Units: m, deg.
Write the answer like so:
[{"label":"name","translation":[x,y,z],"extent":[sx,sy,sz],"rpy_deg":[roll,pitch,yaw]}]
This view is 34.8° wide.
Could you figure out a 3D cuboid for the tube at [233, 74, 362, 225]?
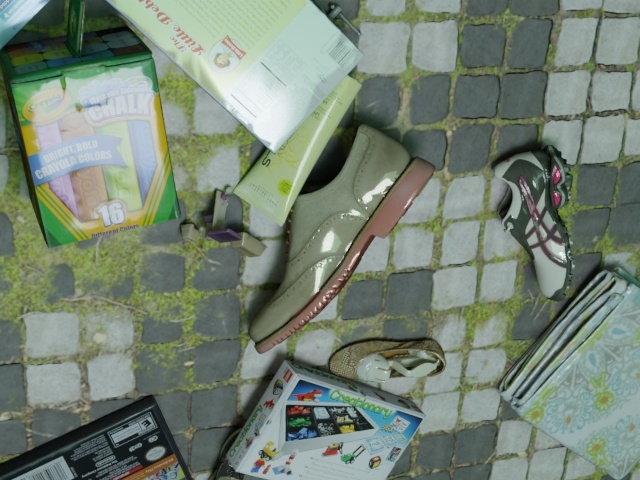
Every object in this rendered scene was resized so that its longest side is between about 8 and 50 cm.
[{"label":"tube","translation":[-0.028,-0.143,1.494],"extent":[0.062,0.070,0.240],"rpy_deg":[28,101,-35]}]

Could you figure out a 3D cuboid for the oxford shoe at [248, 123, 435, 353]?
[{"label":"oxford shoe","translation":[0.000,0.000,1.559],"extent":[0.146,0.140,0.397],"rpy_deg":[39,102,1]}]

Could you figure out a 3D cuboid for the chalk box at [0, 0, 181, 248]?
[{"label":"chalk box","translation":[-0.303,-0.167,1.310],"extent":[0.179,0.180,0.288],"rpy_deg":[-14,116,-16]}]

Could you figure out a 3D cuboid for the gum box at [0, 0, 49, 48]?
[{"label":"gum box","translation":[-0.413,-0.355,1.259],"extent":[0.157,0.041,0.184],"rpy_deg":[-44,120,2]}]

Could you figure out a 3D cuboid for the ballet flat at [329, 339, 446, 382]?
[{"label":"ballet flat","translation":[0.120,0.205,1.711],"extent":[0.206,0.067,0.073],"rpy_deg":[-7,116,-18]}]

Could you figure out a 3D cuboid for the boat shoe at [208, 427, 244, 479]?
[{"label":"boat shoe","translation":[-0.146,0.383,1.697],"extent":[0.056,0.049,0.152],"rpy_deg":[17,106,-27]}]

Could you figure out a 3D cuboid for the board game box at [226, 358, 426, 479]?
[{"label":"board game box","translation":[0.015,0.326,1.710],"extent":[0.305,0.053,0.193],"rpy_deg":[24,102,-37]}]

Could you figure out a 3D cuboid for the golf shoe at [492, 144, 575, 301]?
[{"label":"golf shoe","translation":[0.354,-0.023,1.697],"extent":[0.120,0.105,0.272],"rpy_deg":[-10,111,0]}]

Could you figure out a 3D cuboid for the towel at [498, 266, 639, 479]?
[{"label":"towel","translation":[0.544,0.250,1.894],"extent":[0.374,0.090,0.320],"rpy_deg":[34,101,-30]}]

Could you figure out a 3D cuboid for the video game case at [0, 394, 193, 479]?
[{"label":"video game case","translation":[-0.348,0.405,1.636],"extent":[0.275,0.035,0.248],"rpy_deg":[-24,119,-11]}]

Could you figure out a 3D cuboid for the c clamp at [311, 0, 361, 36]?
[{"label":"c clamp","translation":[-0.036,-0.287,1.451],"extent":[0.161,0.022,0.137],"rpy_deg":[-43,121,1]}]

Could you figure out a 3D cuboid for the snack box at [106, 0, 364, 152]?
[{"label":"snack box","translation":[-0.118,-0.291,1.368],"extent":[0.322,0.060,0.187],"rpy_deg":[42,93,-22]}]

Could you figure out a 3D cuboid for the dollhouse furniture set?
[{"label":"dollhouse furniture set","translation":[-0.137,-0.026,1.538],"extent":[0.114,0.091,0.081],"rpy_deg":[34,55,-52]}]
